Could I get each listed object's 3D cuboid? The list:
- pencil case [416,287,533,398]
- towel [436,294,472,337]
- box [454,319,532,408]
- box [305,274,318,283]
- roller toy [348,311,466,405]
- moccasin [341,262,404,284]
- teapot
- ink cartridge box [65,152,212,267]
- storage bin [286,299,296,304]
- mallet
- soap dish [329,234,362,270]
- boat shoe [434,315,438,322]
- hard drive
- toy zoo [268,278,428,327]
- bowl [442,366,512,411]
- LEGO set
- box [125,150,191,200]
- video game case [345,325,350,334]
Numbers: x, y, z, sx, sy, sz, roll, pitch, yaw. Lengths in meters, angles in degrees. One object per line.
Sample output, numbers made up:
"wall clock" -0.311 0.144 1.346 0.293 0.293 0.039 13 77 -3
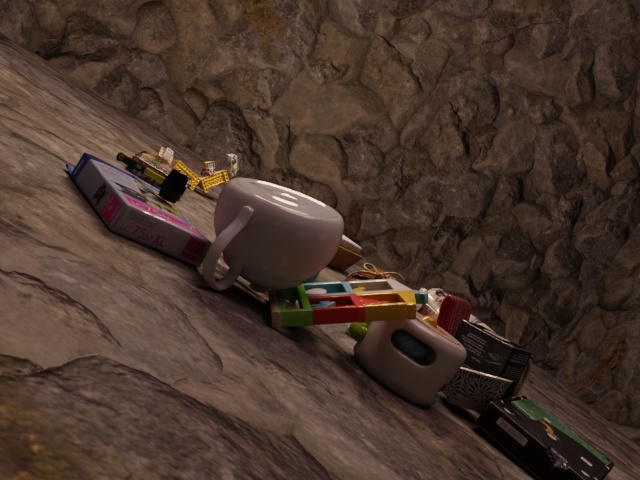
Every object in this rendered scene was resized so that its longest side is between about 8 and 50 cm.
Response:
"pencil case" 0.436 0.294 1.994 0.410 0.160 0.183 39 -24 49
"towel" 0.333 0.245 1.720 0.031 0.198 0.275 15 -4 24
"box" 0.384 0.294 1.578 0.093 0.158 0.156 21 5 -42
"box" -0.055 0.054 1.866 0.101 0.060 0.244 32 5 -7
"roller toy" 0.177 0.209 1.283 0.209 0.146 0.191 30 6 -34
"moccasin" 0.154 0.134 1.896 0.139 0.147 0.380 35 5 22
"teapot" -0.091 0.007 1.214 0.256 0.187 0.252 16 12 -20
"ink cartridge box" -0.344 -0.069 1.238 0.186 0.065 0.311 29 4 -42
"storage bin" -0.087 0.060 1.408 0.135 0.091 0.098 32 5 -3
"mallet" -0.329 -0.140 1.302 0.190 0.062 0.039 36 1 30
"soap dish" 0.000 0.000 2.441 0.229 0.118 0.291 35 6 30
"boat shoe" 0.298 0.252 1.800 0.089 0.104 0.285 22 9 25
"hard drive" 0.475 0.426 1.393 0.237 0.064 0.339 39 11 29
"toy zoo" 0.053 0.110 1.219 0.293 0.030 0.192 -3 10 -5
"bowl" 0.312 0.312 1.410 0.170 0.080 0.170 15 -6 2
"LEGO set" -0.408 -0.222 2.136 0.287 0.132 0.107 1 6 -36
"box" -0.441 -0.183 1.843 0.159 0.044 0.233 32 5 -13
"video game case" 0.132 0.234 1.511 0.143 0.019 0.157 34 5 13
